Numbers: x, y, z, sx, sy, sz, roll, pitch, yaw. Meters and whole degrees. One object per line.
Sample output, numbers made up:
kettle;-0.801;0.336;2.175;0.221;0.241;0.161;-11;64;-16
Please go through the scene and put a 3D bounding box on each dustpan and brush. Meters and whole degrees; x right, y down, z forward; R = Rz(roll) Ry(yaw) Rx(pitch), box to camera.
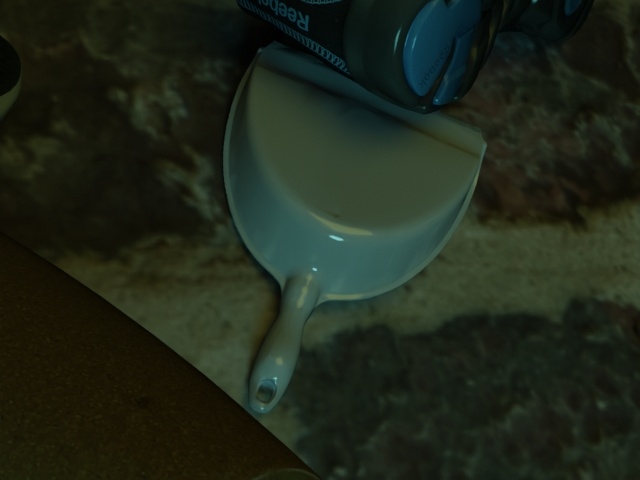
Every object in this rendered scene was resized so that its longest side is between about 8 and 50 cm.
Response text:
dustpan and brush;0.000;0.000;0.901;0.147;0.060;0.211;23;46;-4

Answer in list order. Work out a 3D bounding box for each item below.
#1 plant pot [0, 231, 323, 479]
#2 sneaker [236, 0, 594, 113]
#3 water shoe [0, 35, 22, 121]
plant pot;-0.128;0.100;0.563;0.254;0.237;0.237;15;40;31
sneaker;0.084;-0.183;1.008;0.139;0.125;0.341;24;28;23
water shoe;-0.197;-0.046;0.791;0.073;0.080;0.203;30;26;-18
